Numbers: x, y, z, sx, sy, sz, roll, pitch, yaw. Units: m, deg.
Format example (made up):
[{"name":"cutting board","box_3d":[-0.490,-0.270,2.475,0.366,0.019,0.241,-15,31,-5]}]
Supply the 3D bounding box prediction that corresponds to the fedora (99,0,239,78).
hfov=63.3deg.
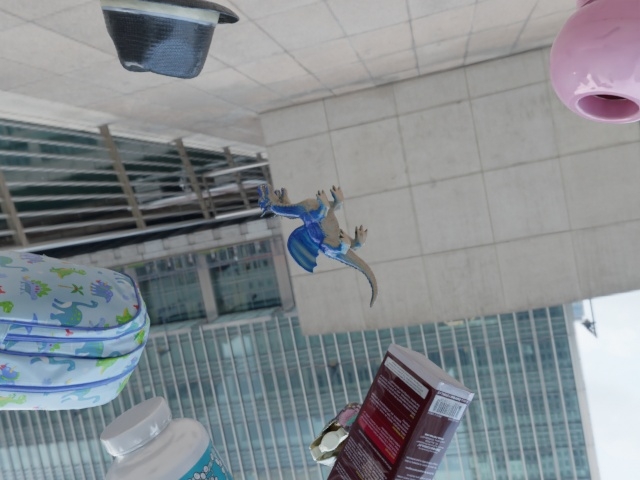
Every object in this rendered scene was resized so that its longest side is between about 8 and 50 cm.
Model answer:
[{"name":"fedora","box_3d":[-0.326,-0.419,1.069,0.333,0.153,0.334,6,-161,-2]}]

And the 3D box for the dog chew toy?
[{"name":"dog chew toy","box_3d":[0.488,-0.358,0.803,0.206,0.332,0.206,18,176,1]}]

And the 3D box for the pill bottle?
[{"name":"pill bottle","box_3d":[-0.195,0.352,0.714,0.146,0.264,0.146,-26,-171,4]}]

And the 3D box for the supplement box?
[{"name":"supplement box","box_3d":[0.108,0.288,0.746,0.073,0.240,0.130,24,-177,-26]}]

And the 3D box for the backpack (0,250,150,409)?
[{"name":"backpack","box_3d":[-0.469,0.150,0.855,0.355,0.273,0.290,33,-176,-32]}]

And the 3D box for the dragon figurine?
[{"name":"dragon figurine","box_3d":[0.000,0.000,0.932,0.144,0.289,0.085,-36,175,39]}]

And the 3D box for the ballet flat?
[{"name":"ballet flat","box_3d":[0.025,0.374,0.967,0.079,0.077,0.222,-20,149,-35]}]
